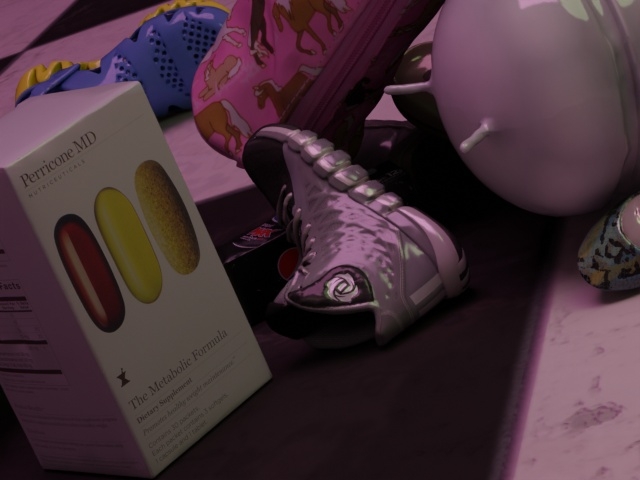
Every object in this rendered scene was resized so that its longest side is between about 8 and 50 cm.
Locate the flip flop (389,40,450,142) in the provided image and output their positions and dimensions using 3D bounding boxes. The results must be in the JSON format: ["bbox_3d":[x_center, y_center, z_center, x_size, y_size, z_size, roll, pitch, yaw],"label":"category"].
[{"bbox_3d":[0.164,-0.113,1.525,0.112,0.080,0.277,-37,46,-28],"label":"flip flop"}]

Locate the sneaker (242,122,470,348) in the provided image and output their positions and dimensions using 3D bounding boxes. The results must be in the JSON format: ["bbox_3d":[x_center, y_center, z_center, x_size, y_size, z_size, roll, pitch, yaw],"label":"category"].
[{"bbox_3d":[-0.011,0.004,1.414,0.132,0.086,0.229,-42,50,-19],"label":"sneaker"}]

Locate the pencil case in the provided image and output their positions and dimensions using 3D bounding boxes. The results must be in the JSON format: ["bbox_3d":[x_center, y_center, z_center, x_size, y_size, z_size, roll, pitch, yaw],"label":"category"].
[{"bbox_3d":[0.036,-0.207,1.475,0.160,0.167,0.386,-24,-21,-42],"label":"pencil case"}]

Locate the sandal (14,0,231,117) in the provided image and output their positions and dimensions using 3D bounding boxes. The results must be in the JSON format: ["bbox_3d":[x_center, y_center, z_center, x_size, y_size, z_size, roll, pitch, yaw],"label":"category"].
[{"bbox_3d":[-0.224,-0.168,2.173,0.317,0.126,0.138,-25,20,22],"label":"sandal"}]

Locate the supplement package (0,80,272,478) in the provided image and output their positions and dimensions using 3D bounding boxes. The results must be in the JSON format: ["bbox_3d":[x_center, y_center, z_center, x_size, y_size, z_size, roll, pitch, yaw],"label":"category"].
[{"bbox_3d":[-0.164,0.028,1.354,0.134,0.244,0.139,-3,28,46],"label":"supplement package"}]

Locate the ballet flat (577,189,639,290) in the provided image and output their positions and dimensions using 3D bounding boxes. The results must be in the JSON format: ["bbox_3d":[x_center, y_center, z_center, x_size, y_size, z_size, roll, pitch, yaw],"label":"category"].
[{"bbox_3d":[0.256,-0.029,1.280,0.188,0.070,0.070,-28,19,-10],"label":"ballet flat"}]

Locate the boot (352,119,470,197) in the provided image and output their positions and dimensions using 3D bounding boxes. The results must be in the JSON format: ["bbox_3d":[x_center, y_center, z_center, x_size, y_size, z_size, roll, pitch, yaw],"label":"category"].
[{"bbox_3d":[0.073,-0.093,1.697,0.189,0.076,0.208,-32,14,-30],"label":"boot"}]

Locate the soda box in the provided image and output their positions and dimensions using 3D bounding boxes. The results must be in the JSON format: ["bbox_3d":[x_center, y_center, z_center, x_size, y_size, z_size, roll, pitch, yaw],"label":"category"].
[{"bbox_3d":[0.000,0.000,1.524,0.169,0.060,0.053,-26,19,-9],"label":"soda box"}]

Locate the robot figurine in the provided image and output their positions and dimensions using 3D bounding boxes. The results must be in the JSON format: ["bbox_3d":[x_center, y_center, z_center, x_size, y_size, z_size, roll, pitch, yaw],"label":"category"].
[{"bbox_3d":[0.229,-0.137,1.364,0.353,0.200,0.300,-19,16,-17],"label":"robot figurine"}]
